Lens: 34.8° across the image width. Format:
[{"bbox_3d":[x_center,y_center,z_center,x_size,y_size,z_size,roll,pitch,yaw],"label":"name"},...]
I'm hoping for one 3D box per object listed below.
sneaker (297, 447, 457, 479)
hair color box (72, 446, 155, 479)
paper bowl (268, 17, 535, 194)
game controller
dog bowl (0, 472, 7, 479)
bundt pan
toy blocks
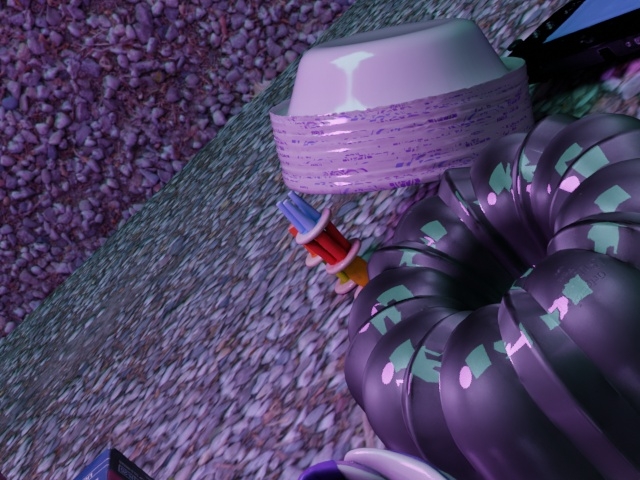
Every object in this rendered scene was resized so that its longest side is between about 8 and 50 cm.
[{"bbox_3d":[0.026,0.193,0.659,0.282,0.161,0.102,-24,29,52],"label":"sneaker"},{"bbox_3d":[-0.131,0.309,0.732,0.105,0.174,0.347,-43,18,5],"label":"hair color box"},{"bbox_3d":[0.085,-0.154,1.118,0.284,0.148,0.284,-10,15,3],"label":"paper bowl"},{"bbox_3d":[0.331,-0.250,1.106,0.166,0.067,0.319,-52,19,-21],"label":"game controller"},{"bbox_3d":[-0.304,0.322,0.783,0.150,0.407,0.408,-27,18,-2],"label":"dog bowl"},{"bbox_3d":[0.146,0.034,0.730,0.331,0.124,0.330,-36,26,21],"label":"bundt pan"},{"bbox_3d":[0.000,0.000,1.165,0.054,0.148,0.123,-48,18,-9],"label":"toy blocks"}]
